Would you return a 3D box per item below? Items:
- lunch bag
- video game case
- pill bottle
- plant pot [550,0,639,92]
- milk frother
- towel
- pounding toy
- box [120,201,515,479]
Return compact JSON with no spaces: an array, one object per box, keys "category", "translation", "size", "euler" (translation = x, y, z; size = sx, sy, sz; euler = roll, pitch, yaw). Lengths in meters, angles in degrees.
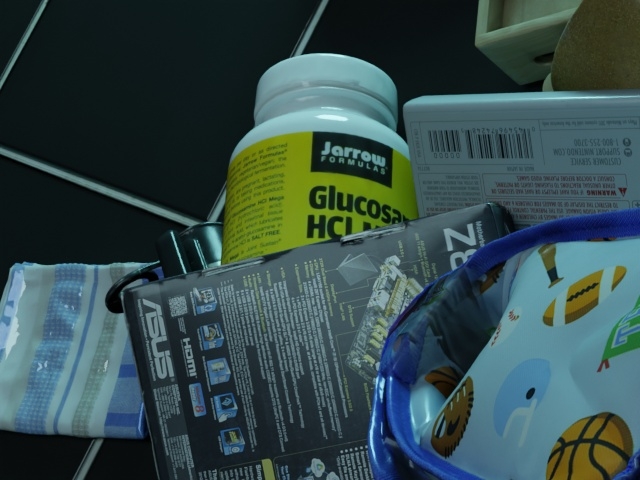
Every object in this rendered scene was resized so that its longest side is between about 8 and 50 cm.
[{"category":"lunch bag","translation":[0.217,0.154,0.834],"size":[0.239,0.328,0.385],"euler":[-51,13,-9]},{"category":"video game case","translation":[0.227,0.028,1.130],"size":[0.329,0.036,0.300],"euler":[2,109,38]},{"category":"pill bottle","translation":[0.000,0.000,1.342],"size":[0.188,0.188,0.334],"euler":[-16,59,31]},{"category":"plant pot","translation":[0.353,-0.107,1.125],"size":[0.237,0.237,0.254],"euler":[-42,64,13]},{"category":"milk frother","translation":[-0.138,0.071,1.465],"size":[0.143,0.129,0.135],"euler":[-50,43,27]},{"category":"towel","translation":[-0.278,0.118,1.603],"size":[0.285,0.034,0.209],"euler":[-1,67,37]},{"category":"pounding toy","translation":[0.245,-0.199,1.318],"size":[0.181,0.094,0.206],"euler":[-11,60,38]},{"category":"box","translation":[0.033,0.194,1.124],"size":[0.318,0.097,0.395],"euler":[-14,84,17]}]
